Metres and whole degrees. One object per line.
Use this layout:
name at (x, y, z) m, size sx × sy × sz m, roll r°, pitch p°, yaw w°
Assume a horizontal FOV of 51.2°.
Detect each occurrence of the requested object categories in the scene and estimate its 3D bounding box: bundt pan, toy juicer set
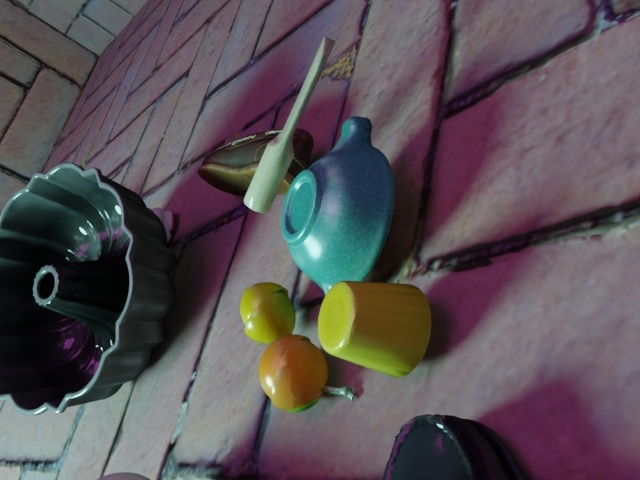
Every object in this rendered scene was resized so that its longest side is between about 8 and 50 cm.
bundt pan at (-0.322, 0.069, 0.910) m, size 0.330 × 0.124 × 0.331 m, roll -8°, pitch 75°, yaw 32°
toy juicer set at (0.000, 0.000, 0.612) m, size 0.209 × 0.089 × 0.329 m, roll -50°, pitch 36°, yaw 42°

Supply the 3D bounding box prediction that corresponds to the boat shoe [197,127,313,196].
boat shoe at (-0.080, -0.098, 0.831) m, size 0.207 × 0.073 × 0.073 m, roll 6°, pitch 66°, yaw 51°

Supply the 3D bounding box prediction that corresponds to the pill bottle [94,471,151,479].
pill bottle at (-0.135, 0.273, 0.521) m, size 0.221 × 0.121 × 0.121 m, roll 11°, pitch 73°, yaw 60°

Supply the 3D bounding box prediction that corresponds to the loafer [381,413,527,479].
loafer at (0.051, 0.217, 0.311) m, size 0.109 × 0.095 × 0.303 m, roll -32°, pitch 39°, yaw 39°

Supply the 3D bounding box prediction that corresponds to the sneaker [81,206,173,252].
sneaker at (-0.346, 0.026, 1.079) m, size 0.252 × 0.111 × 0.103 m, roll -50°, pitch 31°, yaw 16°
